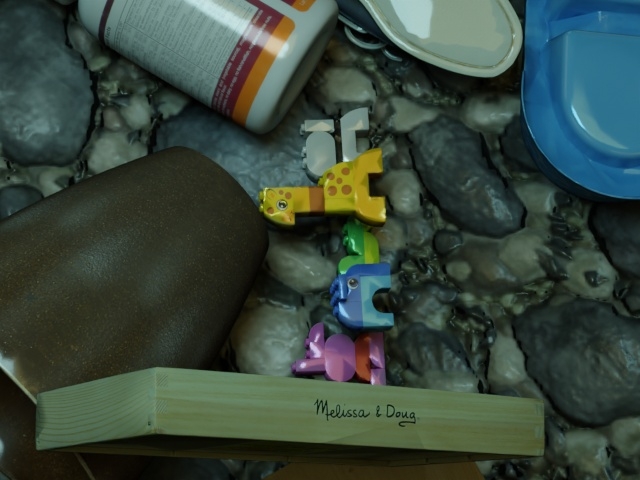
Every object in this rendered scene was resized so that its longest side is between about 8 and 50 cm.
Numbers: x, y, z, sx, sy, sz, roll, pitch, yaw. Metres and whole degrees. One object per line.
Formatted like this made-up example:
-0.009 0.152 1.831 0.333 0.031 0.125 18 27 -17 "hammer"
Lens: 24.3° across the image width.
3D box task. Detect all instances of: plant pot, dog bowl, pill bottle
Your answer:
-0.151 0.044 1.050 0.215 0.215 0.230 42 63 6 "plant pot"
0.236 -0.166 1.190 0.166 0.074 0.297 5 75 -4 "dog bowl"
-0.107 -0.185 1.137 0.221 0.121 0.121 31 75 4 "pill bottle"

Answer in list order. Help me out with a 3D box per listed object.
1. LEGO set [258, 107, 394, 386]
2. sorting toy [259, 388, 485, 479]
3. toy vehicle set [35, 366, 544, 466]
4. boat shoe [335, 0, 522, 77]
0.000 0.000 1.119 0.093 0.087 0.227 -2 75 -6 "LEGO set"
0.026 0.280 1.050 0.255 0.089 0.257 -28 81 -11 "sorting toy"
-0.018 0.112 0.901 0.267 0.166 0.035 8 76 -32 "toy vehicle set"
0.043 -0.203 1.175 0.255 0.079 0.095 27 84 6 "boat shoe"
